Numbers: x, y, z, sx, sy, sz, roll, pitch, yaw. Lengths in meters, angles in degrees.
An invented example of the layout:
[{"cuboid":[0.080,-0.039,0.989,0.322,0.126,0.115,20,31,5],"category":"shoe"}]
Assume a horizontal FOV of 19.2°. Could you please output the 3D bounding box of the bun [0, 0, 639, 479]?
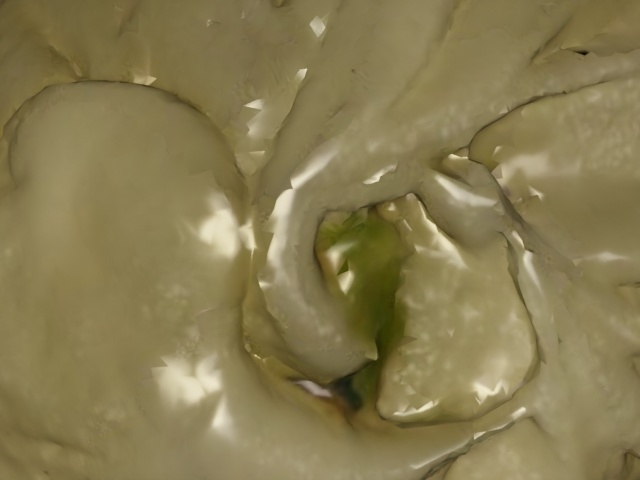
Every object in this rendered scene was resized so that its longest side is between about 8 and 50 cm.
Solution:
[{"cuboid":[0.000,0.000,0.544,0.259,0.160,0.259,0,90,-2],"category":"bun"}]
